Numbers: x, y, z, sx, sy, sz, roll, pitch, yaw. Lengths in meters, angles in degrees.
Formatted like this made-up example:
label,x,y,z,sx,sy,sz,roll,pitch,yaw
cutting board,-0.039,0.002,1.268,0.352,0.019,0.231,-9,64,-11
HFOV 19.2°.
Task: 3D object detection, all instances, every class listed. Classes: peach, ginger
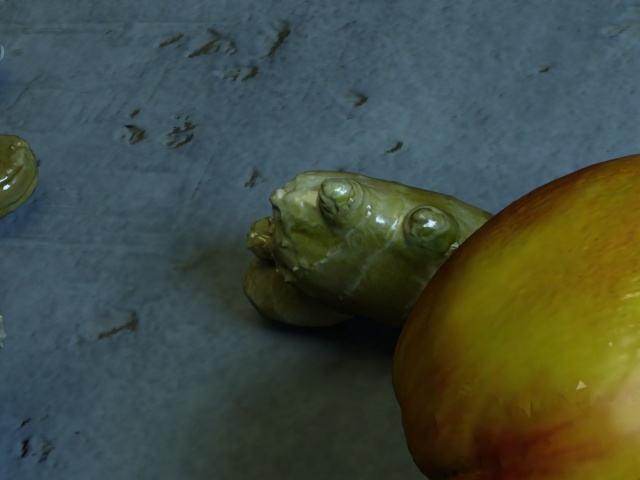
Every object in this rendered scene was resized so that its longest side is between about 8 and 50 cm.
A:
label,x,y,z,sx,sy,sz,roll,pitch,yaw
peach,0.165,0.078,0.775,0.281,0.281,0.238,-11,86,-1
ginger,0.047,0.008,0.988,0.206,0.115,0.081,6,30,20

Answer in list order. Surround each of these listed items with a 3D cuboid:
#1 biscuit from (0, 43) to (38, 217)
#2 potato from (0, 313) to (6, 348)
label,x,y,z,sx,sy,sz,roll,pitch,yaw
biscuit,-0.269,-0.023,1.179,0.197,0.049,0.301,-22,41,1
potato,-0.283,0.108,0.987,0.239,0.116,0.299,26,70,28
